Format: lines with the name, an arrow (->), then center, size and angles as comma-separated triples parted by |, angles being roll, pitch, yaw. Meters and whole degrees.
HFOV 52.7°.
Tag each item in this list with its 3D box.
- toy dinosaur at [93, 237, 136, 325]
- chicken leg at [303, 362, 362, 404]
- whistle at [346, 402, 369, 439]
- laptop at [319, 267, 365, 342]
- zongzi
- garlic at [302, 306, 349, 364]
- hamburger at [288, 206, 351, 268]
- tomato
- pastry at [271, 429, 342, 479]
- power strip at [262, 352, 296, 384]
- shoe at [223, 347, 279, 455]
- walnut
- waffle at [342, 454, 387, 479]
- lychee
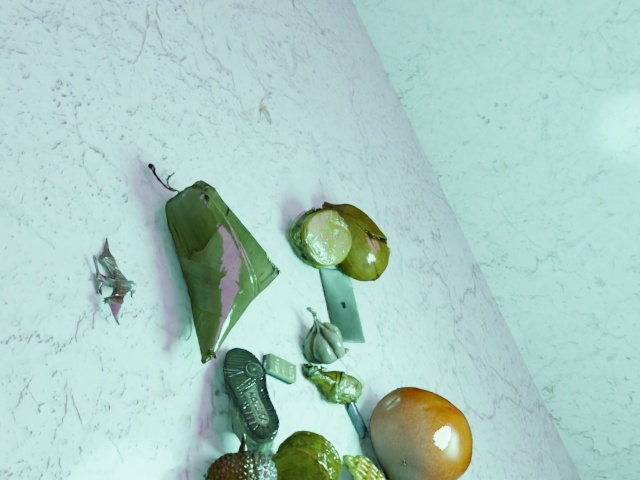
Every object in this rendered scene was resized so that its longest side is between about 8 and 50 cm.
toy dinosaur -> -0.466, 0.092, 1.459 | 0.108, 0.032, 0.220 | 18, 45, -49
chicken leg -> 0.035, 0.442, 1.977 | 0.228, 0.088, 0.103 | 28, 73, -32
whistle -> 0.108, 0.551, 2.066 | 0.033, 0.033, 0.176 | -29, 95, -60
laptop -> 0.076, 0.228, 2.260 | 0.188, 0.015, 0.269 | 14, 58, -54
zongzi -> -0.317, 0.026, 1.611 | 0.447, 0.181, 0.418 | 53, 33, -18
garlic -> 0.008, 0.292, 1.981 | 0.127, 0.131, 0.194 | -36, 110, -63
hamburger -> 0.000, 0.000, 2.165 | 0.215, 0.122, 0.189 | 46, 60, -20
tomato -> 0.302, 0.631, 2.037 | 0.273, 0.341, 0.341 | -32, 97, -47
pastry -> -0.042, 0.586, 1.648 | 0.188, 0.189, 0.103 | 64, 25, -6
power strip -> -0.116, 0.364, 1.834 | 0.123, 0.032, 0.056 | 35, 41, -42
shoe -> -0.189, 0.415, 1.622 | 0.109, 0.149, 0.293 | 0, 35, -25
walnut -> 0.116, -0.006, 2.314 | 0.336, 0.209, 0.209 | 52, 30, -1
waffle -> 0.162, 0.738, 1.905 | 0.243, 0.059, 0.238 | 44, 7, -44
lychee -> -0.180, 0.540, 1.472 | 0.165, 0.165, 0.197 | 23, 59, -51
